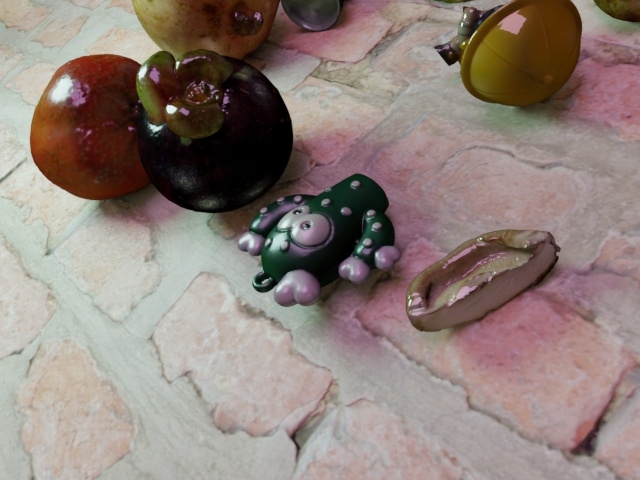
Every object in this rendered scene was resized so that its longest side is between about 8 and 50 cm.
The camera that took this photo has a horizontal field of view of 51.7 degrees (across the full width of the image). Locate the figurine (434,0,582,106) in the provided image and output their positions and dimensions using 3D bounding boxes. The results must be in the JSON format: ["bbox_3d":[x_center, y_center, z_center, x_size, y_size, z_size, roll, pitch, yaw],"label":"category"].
[{"bbox_3d":[0.299,-0.302,1.043,0.192,0.167,0.257,-33,20,7],"label":"figurine"}]

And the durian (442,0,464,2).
[{"bbox_3d":[0.283,-0.574,1.342,0.305,0.185,0.195,28,93,34],"label":"durian"}]

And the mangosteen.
[{"bbox_3d":[-0.187,-0.189,1.136,0.288,0.288,0.288,-16,46,17],"label":"mangosteen"}]

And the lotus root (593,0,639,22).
[{"bbox_3d":[0.497,-0.422,1.086,0.108,0.094,0.190,-9,35,-8],"label":"lotus root"}]

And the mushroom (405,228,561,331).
[{"bbox_3d":[0.198,0.046,0.853,0.210,0.072,0.094,-32,45,-3],"label":"mushroom"}]

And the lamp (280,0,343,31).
[{"bbox_3d":[0.027,-0.596,1.491,0.172,0.147,0.227,13,51,23],"label":"lamp"}]

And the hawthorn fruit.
[{"bbox_3d":[-0.472,-0.224,1.355,0.330,0.287,0.287,-8,49,33],"label":"hawthorn fruit"}]

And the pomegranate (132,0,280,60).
[{"bbox_3d":[-0.241,-0.529,1.444,0.338,0.338,0.338,-16,46,17],"label":"pomegranate"}]

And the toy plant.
[{"bbox_3d":[-0.004,-0.001,0.985,0.243,0.112,0.232,-24,39,2],"label":"toy plant"}]
